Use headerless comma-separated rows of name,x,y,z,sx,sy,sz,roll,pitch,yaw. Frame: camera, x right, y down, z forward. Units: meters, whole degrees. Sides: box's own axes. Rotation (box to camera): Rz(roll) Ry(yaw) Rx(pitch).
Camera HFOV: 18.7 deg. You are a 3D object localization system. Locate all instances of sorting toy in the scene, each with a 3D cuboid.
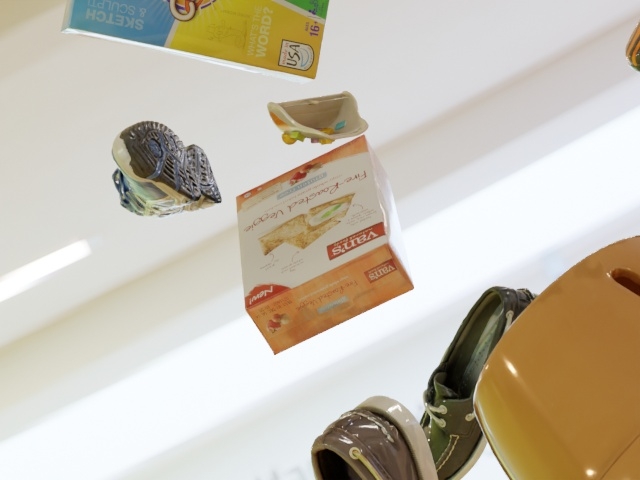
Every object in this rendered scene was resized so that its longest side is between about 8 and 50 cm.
sorting toy,0.005,-0.106,1.784,0.083,0.045,0.075,-11,18,-28

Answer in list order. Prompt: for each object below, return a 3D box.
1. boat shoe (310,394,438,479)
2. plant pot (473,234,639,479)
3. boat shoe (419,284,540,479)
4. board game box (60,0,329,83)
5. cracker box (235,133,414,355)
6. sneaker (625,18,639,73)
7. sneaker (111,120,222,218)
boat shoe,0.079,0.314,1.850,0.116,0.324,0.097,-9,14,47
plant pot,0.253,0.134,1.452,0.291,0.203,0.291,-32,-30,-21
boat shoe,0.178,0.184,2.438,0.091,0.114,0.302,18,-74,-36
board game box,-0.142,-0.343,2.393,0.316,0.242,0.064,10,-3,-16
cracker box,0.000,0.000,1.947,0.156,0.067,0.232,-26,29,9
sneaker,0.409,-0.355,2.204,0.321,0.180,0.124,-57,23,5
sneaker,-0.156,-0.054,1.808,0.081,0.080,0.211,-21,-15,9
